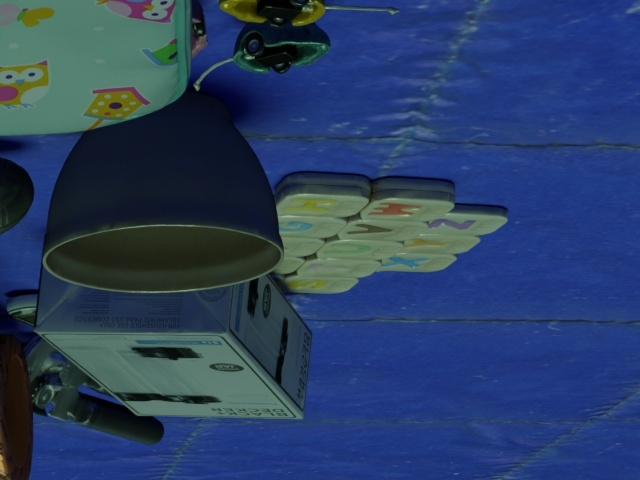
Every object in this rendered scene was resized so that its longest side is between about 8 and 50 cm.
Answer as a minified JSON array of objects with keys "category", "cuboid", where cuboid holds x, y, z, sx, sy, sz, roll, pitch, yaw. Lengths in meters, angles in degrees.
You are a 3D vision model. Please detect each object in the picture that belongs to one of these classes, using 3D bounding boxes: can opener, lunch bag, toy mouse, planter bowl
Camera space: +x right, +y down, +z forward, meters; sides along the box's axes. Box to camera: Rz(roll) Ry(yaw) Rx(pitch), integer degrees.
[{"category":"can opener","cuboid":[-0.253,0.148,2.028,0.095,0.076,0.283,25,178,28]},{"category":"lunch bag","cuboid":[-0.194,-0.139,0.971,0.279,0.107,0.224,-3,158,-5]},{"category":"toy mouse","cuboid":[-0.053,-0.128,1.161,0.161,0.031,0.143,3,162,-18]},{"category":"planter bowl","cuboid":[-0.107,-0.037,1.323,0.162,0.109,0.162,-2,163,-1]}]

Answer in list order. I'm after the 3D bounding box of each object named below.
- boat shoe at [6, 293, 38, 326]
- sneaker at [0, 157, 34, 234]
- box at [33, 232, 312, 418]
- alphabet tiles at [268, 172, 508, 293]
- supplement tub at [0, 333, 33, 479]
[{"category":"boat shoe","cuboid":[-0.227,0.077,1.803,0.142,0.040,0.049,13,158,-42]},{"category":"sneaker","cuboid":[-0.311,-0.040,1.335,0.234,0.078,0.106,4,165,-14]},{"category":"box","cuboid":[-0.118,0.078,1.681,0.169,0.087,0.290,0,162,11]},{"category":"alphabet tiles","cuboid":[0.000,0.000,1.618,0.278,0.021,0.284,3,163,-18]},{"category":"supplement tub","cuboid":[-0.437,0.171,1.819,0.316,0.193,0.193,-4,163,3]}]
